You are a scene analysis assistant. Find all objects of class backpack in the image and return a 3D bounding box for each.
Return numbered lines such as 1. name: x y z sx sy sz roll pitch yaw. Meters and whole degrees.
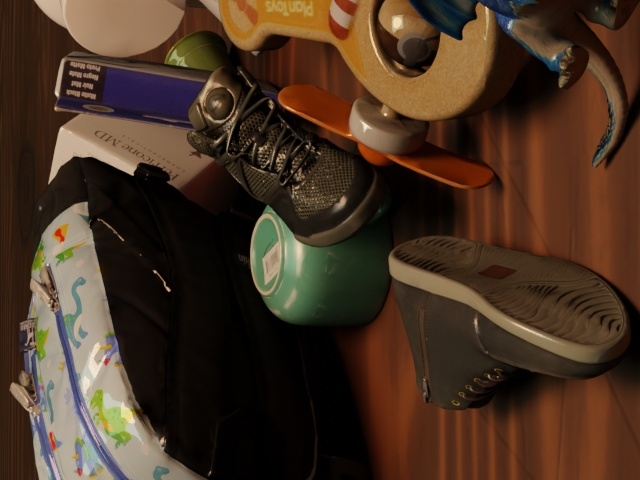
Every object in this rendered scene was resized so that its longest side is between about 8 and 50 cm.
1. backpack: -0.138 0.132 1.178 0.273 0.290 0.355 -52 41 13

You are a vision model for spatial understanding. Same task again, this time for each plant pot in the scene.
1. plant pot: -0.128 -0.189 1.475 0.079 0.083 0.083 51 136 38

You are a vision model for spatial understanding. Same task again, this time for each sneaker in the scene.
1. sneaker: -0.039 -0.071 1.045 0.087 0.130 0.227 -52 32 0
2. sneaker: 0.136 0.076 0.886 0.222 0.083 0.118 25 131 57

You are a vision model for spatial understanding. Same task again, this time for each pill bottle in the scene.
1. pill bottle: -0.237 -0.344 1.351 0.323 0.181 0.182 -111 32 -41

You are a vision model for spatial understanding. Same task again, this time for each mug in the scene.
1. mug: -0.004 0.001 1.151 0.129 0.097 0.158 -138 53 -59

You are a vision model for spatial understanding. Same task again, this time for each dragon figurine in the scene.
1. dragon figurine: 0.108 -0.161 0.758 0.144 0.289 0.085 34 86 38

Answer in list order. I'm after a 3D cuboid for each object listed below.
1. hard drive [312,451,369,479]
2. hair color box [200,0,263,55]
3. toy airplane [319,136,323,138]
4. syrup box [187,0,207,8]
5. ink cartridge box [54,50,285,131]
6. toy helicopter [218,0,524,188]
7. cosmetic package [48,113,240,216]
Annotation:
1. hard drive: -0.003 0.323 1.191 0.172 0.054 0.255 172 99 -65
2. hair color box: -0.128 -0.372 1.165 0.374 0.113 0.185 45 147 -1
3. toy airplane: -0.031 -0.062 1.298 0.151 0.028 0.151 -178 90 -65
4. syrup box: -0.109 -0.376 1.404 0.096 0.093 0.237 -145 59 -61
5. ink cartridge box: -0.150 -0.149 1.275 0.224 0.223 0.045 -124 43 -75
6. toy helicopter: 0.028 -0.166 0.995 0.355 0.140 0.235 16 116 53
7. cosmetic package: -0.189 -0.069 1.406 0.184 0.151 0.151 -48 -17 -52
